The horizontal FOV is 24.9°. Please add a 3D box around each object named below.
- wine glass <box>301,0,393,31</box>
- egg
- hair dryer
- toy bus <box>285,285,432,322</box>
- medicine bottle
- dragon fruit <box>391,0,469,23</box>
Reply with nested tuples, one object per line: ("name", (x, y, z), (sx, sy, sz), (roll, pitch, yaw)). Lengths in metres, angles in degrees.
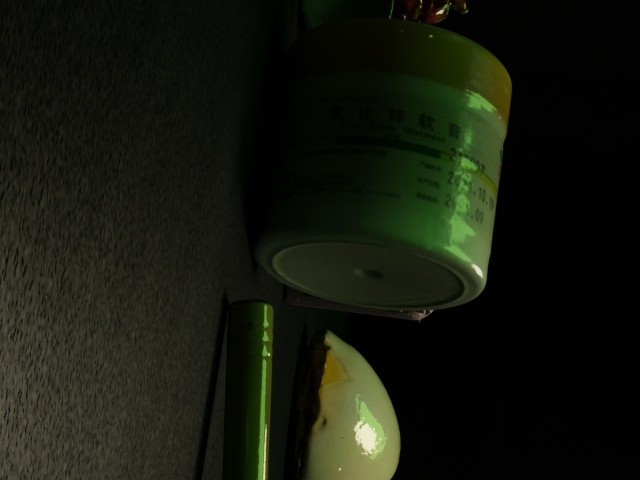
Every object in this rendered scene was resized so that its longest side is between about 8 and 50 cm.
("wine glass", (0.030, -0.261, 1.665), (0.231, 0.103, 0.103), (-99, -164, -88))
("egg", (0.044, 0.288, 2.341), (0.264, 0.174, 0.286), (98, -5, -88))
("hair dryer", (-0.066, 0.186, 1.239), (0.135, 0.090, 0.279), (73, 18, -76))
("toy bus", (0.056, 0.044, 1.880), (0.108, 0.198, 0.096), (-61, 156, -73))
("medicine bottle", (0.064, -0.070, 1.460), (0.238, 0.237, 0.232), (87, 11, -70))
("dragon fruit", (0.123, -0.419, 1.827), (0.244, 0.244, 0.299), (-63, 159, -80))
